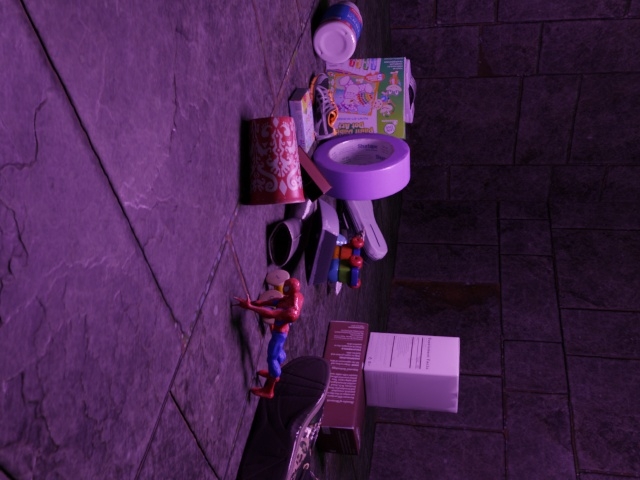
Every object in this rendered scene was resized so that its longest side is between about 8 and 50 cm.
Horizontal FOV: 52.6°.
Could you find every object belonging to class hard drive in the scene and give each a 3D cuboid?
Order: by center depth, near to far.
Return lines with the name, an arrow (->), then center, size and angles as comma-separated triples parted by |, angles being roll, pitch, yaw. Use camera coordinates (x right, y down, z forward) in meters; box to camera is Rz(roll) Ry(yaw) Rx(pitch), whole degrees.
hard drive -> 0.000, 0.000, 1.644 | 0.255, 0.054, 0.172 | -100, -158, -70

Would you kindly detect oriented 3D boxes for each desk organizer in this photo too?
desk organizer -> -0.035, -0.159, 1.552 | 0.130, 0.047, 0.050 | 52, 32, -5

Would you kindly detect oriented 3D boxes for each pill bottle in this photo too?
pill bottle -> 0.056, -0.615, 1.882 | 0.221, 0.124, 0.124 | -75, 162, -48

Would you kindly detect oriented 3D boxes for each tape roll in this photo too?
tape roll -> 0.119, -0.217, 1.863 | 0.275, 0.274, 0.090 | -70, 159, -55

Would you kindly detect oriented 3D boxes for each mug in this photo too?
mug -> -0.105, -0.158, 1.308 | 0.113, 0.150, 0.169 | -8, 97, -41

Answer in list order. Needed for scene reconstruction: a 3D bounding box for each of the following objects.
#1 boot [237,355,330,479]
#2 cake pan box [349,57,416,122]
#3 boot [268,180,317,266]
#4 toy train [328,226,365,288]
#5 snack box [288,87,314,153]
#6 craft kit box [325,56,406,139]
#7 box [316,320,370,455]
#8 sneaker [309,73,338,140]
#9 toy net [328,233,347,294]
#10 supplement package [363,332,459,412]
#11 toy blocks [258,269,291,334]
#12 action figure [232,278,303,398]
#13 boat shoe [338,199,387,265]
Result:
boot -> -0.057, 0.477, 1.454 | 0.377, 0.138, 0.284 | -69, 156, -48
cake pan box -> 0.180, -0.492, 2.139 | 0.246, 0.266, 0.070 | 66, 33, -59
boot -> -0.069, -0.045, 1.523 | 0.208, 0.076, 0.190 | -16, 107, -72
toy train -> 0.058, 0.033, 1.956 | 0.248, 0.143, 0.105 | -81, 175, -52
snack box -> -0.046, -0.306, 1.648 | 0.100, 0.037, 0.141 | -67, 155, -58
craft kit box -> 0.137, -0.431, 1.987 | 0.061, 0.249, 0.247 | -22, 112, -77
box -> 0.076, 0.467, 2.080 | 0.191, 0.143, 0.381 | 78, 19, -48
sneaker -> 0.010, -0.368, 1.799 | 0.084, 0.083, 0.215 | 59, 33, -65
toy net -> 0.057, 0.091, 2.172 | 0.122, 0.045, 0.232 | 79, 19, -51
supplement package -> 0.299, 0.425, 2.094 | 0.175, 0.293, 0.178 | -71, 160, -53
toy blocks -> -0.094, 0.159, 1.447 | 0.123, 0.054, 0.148 | -74, 162, -50
action figure -> -0.118, 0.179, 1.299 | 0.091, 0.139, 0.280 | -73, -177, -60
boat shoe -> 0.116, -0.069, 2.225 | 0.121, 0.119, 0.335 | 12, 52, -45
